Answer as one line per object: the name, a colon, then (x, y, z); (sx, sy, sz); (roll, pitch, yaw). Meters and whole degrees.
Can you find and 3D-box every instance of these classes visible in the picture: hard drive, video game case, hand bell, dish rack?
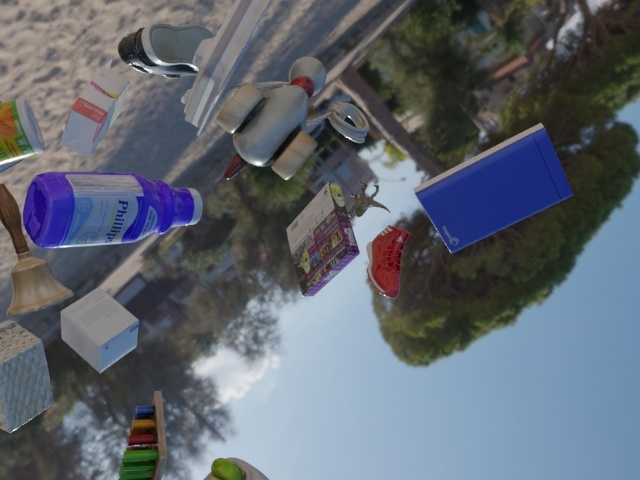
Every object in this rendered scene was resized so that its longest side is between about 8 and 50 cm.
hard drive: (0.409, -0.115, 1.506); (0.319, 0.210, 0.040); (-27, -146, 16)
video game case: (0.000, 0.000, 1.632); (0.232, 0.042, 0.210); (-46, -131, 44)
hand bell: (-0.570, 0.009, 1.213); (0.126, 0.242, 0.126); (-15, -172, 2)
dish rack: (-0.180, -0.366, 1.216); (0.285, 0.072, 0.333); (-66, -167, -15)

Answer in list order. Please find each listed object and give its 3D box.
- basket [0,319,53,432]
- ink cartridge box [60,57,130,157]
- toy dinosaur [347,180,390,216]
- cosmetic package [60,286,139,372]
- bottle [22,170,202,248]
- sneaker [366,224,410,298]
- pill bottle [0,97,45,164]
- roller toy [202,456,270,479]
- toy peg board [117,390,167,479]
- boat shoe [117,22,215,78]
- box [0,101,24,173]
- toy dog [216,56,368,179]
basket: (-0.572, 0.251, 1.170); (0.113, 0.103, 0.167); (-36, 136, -52)
ink cartridge box: (-0.470, -0.286, 1.359); (0.115, 0.067, 0.198); (-48, -160, 46)
toy dinosaur: (0.120, -0.105, 1.670); (0.183, 0.053, 0.092); (-11, 119, -47)
cosmetic package: (-0.691, 0.279, 1.994); (0.151, 0.184, 0.151); (-38, 158, -42)
bottle: (-0.324, -0.052, 1.033); (0.283, 0.092, 0.118); (-4, 133, -48)
sneaker: (0.187, 0.040, 1.692); (0.128, 0.087, 0.221); (-56, -149, 32)
pill bottle: (-0.792, -0.235, 1.489); (0.246, 0.136, 0.136); (-19, -176, -11)
roller toy: (-0.172, 0.560, 1.297); (0.146, 0.209, 0.191); (-41, 167, -37)
toy peg board: (-0.373, 0.423, 1.313); (0.160, 0.079, 0.161); (-111, -147, -44)
boat shoe: (-0.312, -0.408, 1.374); (0.091, 0.114, 0.302); (-6, -178, 23)
box: (-0.918, -0.224, 1.648); (0.290, 0.087, 0.169); (-45, 158, -39)
toy dog: (-0.080, -0.205, 1.123); (0.161, 0.220, 0.334); (-39, 176, 33)
